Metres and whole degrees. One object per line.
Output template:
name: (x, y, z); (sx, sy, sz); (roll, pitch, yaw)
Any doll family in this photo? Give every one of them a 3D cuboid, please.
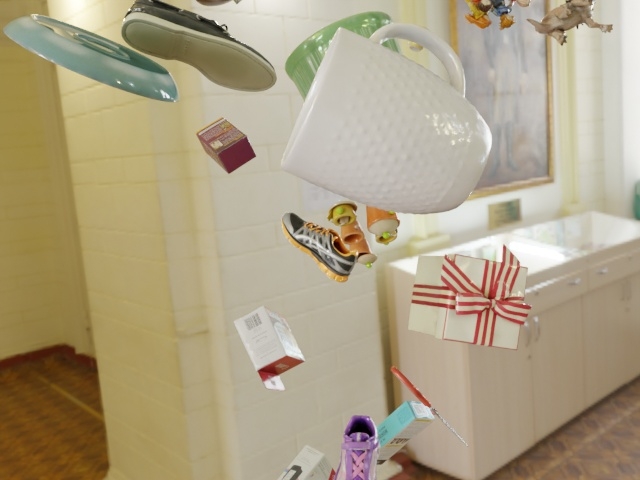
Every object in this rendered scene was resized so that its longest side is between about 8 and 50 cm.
doll family: (0.499, -0.695, 1.898); (0.263, 0.163, 0.118); (-18, -14, -30)

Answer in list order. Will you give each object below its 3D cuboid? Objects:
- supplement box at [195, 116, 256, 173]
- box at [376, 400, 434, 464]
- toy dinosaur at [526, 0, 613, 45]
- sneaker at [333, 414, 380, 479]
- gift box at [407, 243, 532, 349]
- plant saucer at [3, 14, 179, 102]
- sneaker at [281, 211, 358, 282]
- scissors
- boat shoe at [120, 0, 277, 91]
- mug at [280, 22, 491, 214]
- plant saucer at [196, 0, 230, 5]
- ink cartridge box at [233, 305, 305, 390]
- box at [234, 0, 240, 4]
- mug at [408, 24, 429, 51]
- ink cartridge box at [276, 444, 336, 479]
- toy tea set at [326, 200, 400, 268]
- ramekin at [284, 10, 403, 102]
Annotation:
supplement box: (-0.286, -0.288, 1.952); (0.104, 0.080, 0.188); (-34, 40, -12)
box: (0.214, 0.568, 1.907); (0.101, 0.244, 0.060); (18, 33, -43)
toy dinosaur: (0.751, -0.685, 1.998); (0.296, 0.127, 0.200); (-20, 26, -4)
sneaker: (0.073, 0.437, 1.278); (0.095, 0.104, 0.236); (4, 31, 5)
gift box: (0.392, 0.141, 1.751); (0.255, 0.276, 0.258); (5, -2, -18)
plant saucer: (-0.402, -0.337, 1.182); (0.318, 0.043, 0.317); (24, 15, -7)
sneaker: (0.000, 0.000, 1.505); (0.215, 0.083, 0.084); (41, 27, 10)
scissors: (0.298, 0.456, 1.772); (0.021, 0.297, 0.109); (-42, -12, -7)
boat shoe: (-0.249, -0.426, 1.393); (0.340, 0.113, 0.127); (13, -34, -21)
mug: (0.144, -0.236, 1.208); (0.328, 0.374, 0.276); (22, -18, -9)
plant saucer: (-0.223, -0.739, 1.657); (0.050, 0.310, 0.310); (32, 19, 14)
ink cartridge box: (-0.169, 0.409, 2.419); (0.130, 0.271, 0.309); (-28, -17, 3)
box: (-0.165, -0.650, 1.457); (0.180, 0.147, 0.077); (-39, 12, 2)
mug: (0.296, -0.619, 1.988); (0.062, 0.064, 0.078); (17, -4, 34)
ink cartridge box: (-0.045, 0.643, 1.677); (0.072, 0.127, 0.175); (11, 46, 45)
toy tea set: (0.148, -0.007, 1.942); (0.200, 0.124, 0.336); (-14, -29, 7)
ramekin: (0.074, -0.438, 1.672); (0.303, 0.148, 0.303); (-23, -6, -2)
